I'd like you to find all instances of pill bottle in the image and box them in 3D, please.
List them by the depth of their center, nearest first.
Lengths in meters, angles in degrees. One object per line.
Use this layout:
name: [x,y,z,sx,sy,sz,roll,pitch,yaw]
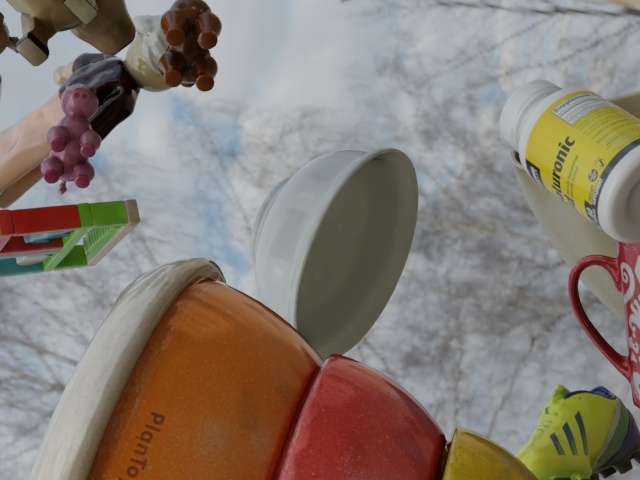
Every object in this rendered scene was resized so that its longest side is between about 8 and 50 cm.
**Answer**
pill bottle: [0.159,-0.052,0.710,0.065,0.116,0.065,-15,-54,-23]

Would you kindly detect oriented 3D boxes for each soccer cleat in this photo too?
soccer cleat: [0.272,0.225,1.347,0.289,0.093,0.121,-1,-117,-54]

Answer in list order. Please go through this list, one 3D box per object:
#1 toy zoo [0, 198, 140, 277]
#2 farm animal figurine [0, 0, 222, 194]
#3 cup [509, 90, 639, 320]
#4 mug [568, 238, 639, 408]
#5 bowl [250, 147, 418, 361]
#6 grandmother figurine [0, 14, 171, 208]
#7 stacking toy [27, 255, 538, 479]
toy zoo: [-0.374,0.007,1.365,0.293,0.192,0.030,-6,-104,-29]
farm animal figurine: [-0.275,-0.225,1.199,0.172,0.330,0.326,-102,-10,-55]
cup: [0.419,-0.034,1.454,0.331,0.331,0.237,-43,-59,-54]
mug: [0.330,0.074,1.158,0.113,0.150,0.169,-11,-82,-42]
bowl: [0.000,0.000,1.585,0.298,0.134,0.297,-42,-36,-41]
grandmother figurine: [-0.282,-0.152,1.398,0.104,0.342,0.208,47,-164,-46]
stacking toy: [0.049,0.235,0.844,0.350,0.480,0.350,17,-90,-81]
